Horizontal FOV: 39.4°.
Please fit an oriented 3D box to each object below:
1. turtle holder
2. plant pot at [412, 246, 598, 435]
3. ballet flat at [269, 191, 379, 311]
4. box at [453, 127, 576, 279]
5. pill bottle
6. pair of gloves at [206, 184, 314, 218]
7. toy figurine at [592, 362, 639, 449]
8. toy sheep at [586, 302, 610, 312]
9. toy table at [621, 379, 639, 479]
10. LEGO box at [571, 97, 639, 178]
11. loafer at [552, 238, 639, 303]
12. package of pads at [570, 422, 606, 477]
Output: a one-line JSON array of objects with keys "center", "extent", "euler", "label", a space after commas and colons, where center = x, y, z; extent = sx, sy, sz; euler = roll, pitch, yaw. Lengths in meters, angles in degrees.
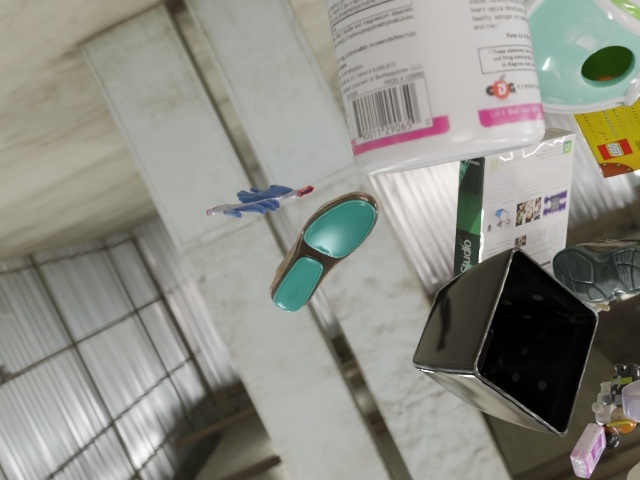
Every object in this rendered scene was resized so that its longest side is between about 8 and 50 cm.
[{"center": [0.286, -0.285, 0.951], "extent": [0.243, 0.227, 0.320], "euler": [-25, 146, -60], "label": "turtle holder"}, {"center": [0.240, 0.141, 1.230], "extent": [0.167, 0.187, 0.188], "euler": [-12, -132, 54], "label": "plant pot"}, {"center": [0.000, 0.000, 1.641], "extent": [0.316, 0.108, 0.106], "euler": [-48, -161, 33], "label": "ballet flat"}, {"center": [0.316, -0.010, 1.470], "extent": [0.232, 0.322, 0.058], "euler": [-15, -156, -37], "label": "box"}, {"center": [0.084, -0.205, 0.741], "extent": [0.160, 0.283, 0.160], "euler": [-10, -178, 0], "label": "pill bottle"}, {"center": [-0.117, -0.076, 1.668], "extent": [0.159, 0.023, 0.198], "euler": [-2, -164, 36], "label": "pair of gloves"}, {"center": [0.636, 0.344, 1.722], "extent": [0.210, 0.148, 0.213], "euler": [12, 156, 5], "label": "toy figurine"}, {"center": [0.456, 0.086, 1.529], "extent": [0.091, 0.091, 0.132], "euler": [-26, 168, 8], "label": "toy sheep"}, {"center": [0.471, 0.244, 1.042], "extent": [0.274, 0.160, 0.252], "euler": [-2, 180, -22], "label": "toy table"}, {"center": [0.496, -0.401, 1.544], "extent": [0.193, 0.372, 0.500], "euler": [-14, 146, 26], "label": "LEGO box"}, {"center": [0.456, 0.041, 1.364], "extent": [0.084, 0.096, 0.267], "euler": [-19, -178, -16], "label": "loafer"}, {"center": [0.456, 0.357, 1.522], "extent": [0.032, 0.050, 0.083], "euler": [10, -138, 37], "label": "package of pads"}]
